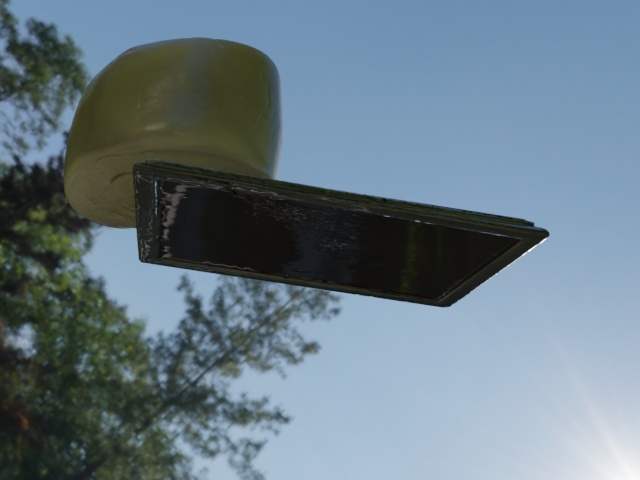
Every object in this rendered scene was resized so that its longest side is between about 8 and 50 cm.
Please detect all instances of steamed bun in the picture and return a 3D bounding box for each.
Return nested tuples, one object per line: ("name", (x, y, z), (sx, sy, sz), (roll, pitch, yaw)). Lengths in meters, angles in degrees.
("steamed bun", (-0.167, -0.124, 0.936), (0.250, 0.200, 0.155), (-8, -31, 17))

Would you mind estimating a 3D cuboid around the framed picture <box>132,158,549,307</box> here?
("framed picture", (0.000, 0.000, 0.689), (0.296, 0.019, 0.232), (9, -19, -9))
